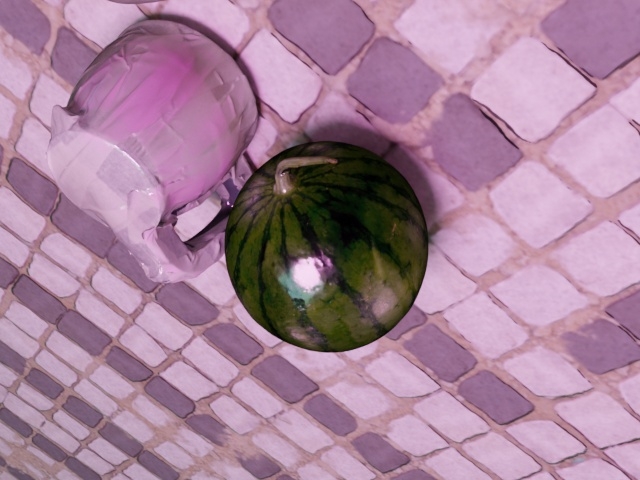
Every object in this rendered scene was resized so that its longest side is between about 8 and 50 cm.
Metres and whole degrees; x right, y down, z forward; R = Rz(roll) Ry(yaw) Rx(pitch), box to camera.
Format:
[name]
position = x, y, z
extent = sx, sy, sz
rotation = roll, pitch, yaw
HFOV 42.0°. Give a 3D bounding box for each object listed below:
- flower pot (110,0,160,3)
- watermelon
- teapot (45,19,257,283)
[flower pot]
position = -0.111, -0.277, 0.516
extent = 0.246, 0.246, 0.195
rotation = 47, 139, -17
[watermelon]
position = 0.000, 0.000, 0.755
extent = 0.188, 0.188, 0.214
rotation = 0, 149, 33
[teapot]
position = -0.162, -0.075, 0.794
extent = 0.163, 0.178, 0.221
rotation = 15, 138, 21
